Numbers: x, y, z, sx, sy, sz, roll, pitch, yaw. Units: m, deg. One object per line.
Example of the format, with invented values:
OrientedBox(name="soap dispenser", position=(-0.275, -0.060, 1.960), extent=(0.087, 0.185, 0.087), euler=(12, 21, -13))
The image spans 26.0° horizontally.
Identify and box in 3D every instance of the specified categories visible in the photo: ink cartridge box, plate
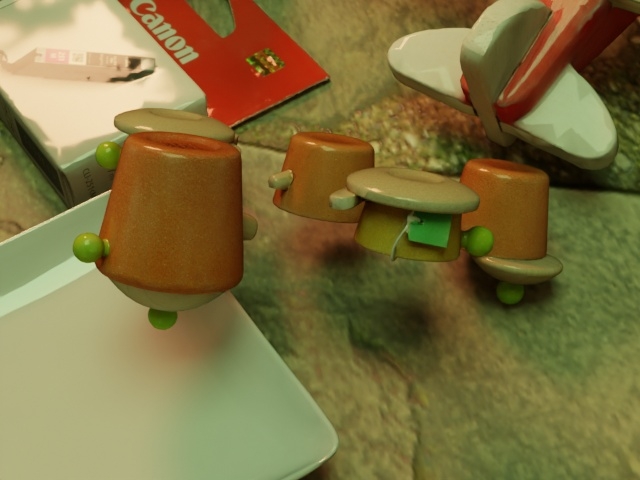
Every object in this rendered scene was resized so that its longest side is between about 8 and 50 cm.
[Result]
OrientedBox(name="ink cartridge box", position=(-0.165, -0.173, 1.128), extent=(0.239, 0.060, 0.275), euler=(-30, 56, -18))
OrientedBox(name="plate", position=(-0.171, 0.110, 0.907), extent=(0.277, 0.045, 0.278), euler=(-27, 54, -19))

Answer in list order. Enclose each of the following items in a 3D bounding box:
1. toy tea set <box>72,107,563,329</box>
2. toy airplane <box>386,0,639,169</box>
OrientedBox(name="toy tea set", position=(0.000, 0.000, 0.933), extent=(0.336, 0.124, 0.200), euler=(9, 13, 1))
OrientedBox(name="toy airplane", position=(0.211, -0.248, 1.030), extent=(0.386, 0.272, 0.384), euler=(-7, 52, -3))
